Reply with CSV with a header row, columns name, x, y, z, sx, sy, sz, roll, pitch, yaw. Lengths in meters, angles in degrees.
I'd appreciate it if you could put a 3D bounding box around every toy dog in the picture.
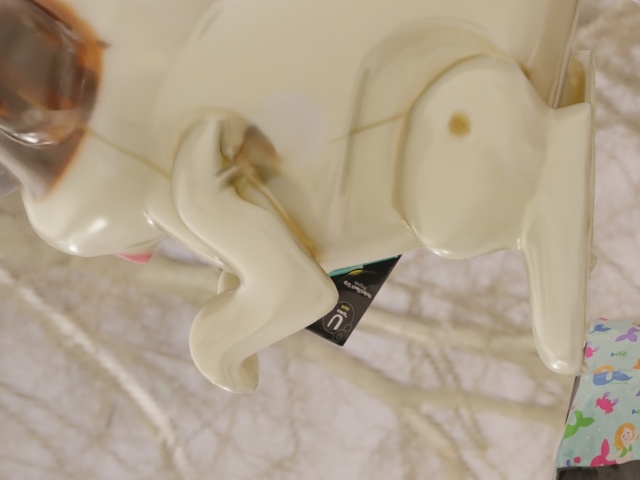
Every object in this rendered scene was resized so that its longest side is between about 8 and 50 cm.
name,x,y,z,sx,sy,sz,roll,pitch,yaw
toy dog,-0.029,-0.091,1.108,0.284,0.408,0.395,-71,158,-63

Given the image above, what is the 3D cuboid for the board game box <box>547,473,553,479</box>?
name,x,y,z,sx,sy,sz,roll,pitch,yaw
board game box,0.328,0.358,1.958,0.224,0.097,0.303,12,-137,44

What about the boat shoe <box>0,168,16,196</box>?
name,x,y,z,sx,sy,sz,roll,pitch,yaw
boat shoe,-0.338,-0.137,1.631,0.095,0.112,0.335,-39,162,-30

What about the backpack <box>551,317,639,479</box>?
name,x,y,z,sx,sy,sz,roll,pitch,yaw
backpack,0.316,0.187,1.552,0.191,0.225,0.253,-13,-142,24

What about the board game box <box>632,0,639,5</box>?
name,x,y,z,sx,sy,sz,roll,pitch,yaw
board game box,0.340,-0.137,1.205,0.064,0.242,0.316,-60,-176,11

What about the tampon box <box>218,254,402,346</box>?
name,x,y,z,sx,sy,sz,roll,pitch,yaw
tampon box,0.000,0.000,1.713,0.161,0.120,0.101,-57,-143,5
